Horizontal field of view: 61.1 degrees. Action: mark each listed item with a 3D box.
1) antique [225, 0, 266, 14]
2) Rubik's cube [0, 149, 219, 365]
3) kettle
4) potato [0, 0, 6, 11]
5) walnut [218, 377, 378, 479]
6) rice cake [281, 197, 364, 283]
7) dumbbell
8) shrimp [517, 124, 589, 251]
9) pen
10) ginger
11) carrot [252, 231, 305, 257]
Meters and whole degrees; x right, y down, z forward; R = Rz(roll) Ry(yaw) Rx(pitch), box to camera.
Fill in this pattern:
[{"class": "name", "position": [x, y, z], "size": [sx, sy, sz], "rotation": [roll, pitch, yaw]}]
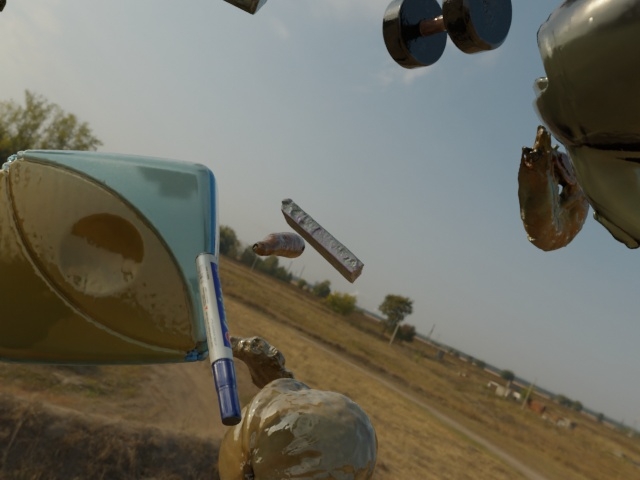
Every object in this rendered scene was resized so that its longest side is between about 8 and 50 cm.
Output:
[{"class": "antique", "position": [-0.158, -0.570, 1.196], "size": [0.088, 0.086, 0.183], "rotation": [23, 32, -9]}, {"class": "Rubik's cube", "position": [-0.364, 0.046, 0.997], "size": [0.352, 0.348, 0.351], "rotation": [1, -8, -8]}, {"class": "kettle", "position": [0.358, -0.139, 0.463], "size": [0.324, 0.321, 0.228], "rotation": [-16, 1, 31]}, {"class": "potato", "position": [-0.535, -0.389, 0.794], "size": [0.143, 0.169, 0.248], "rotation": [47, -37, -15]}, {"class": "walnut", "position": [-0.053, 0.493, 1.241], "size": [0.381, 0.381, 0.381], "rotation": [24, -5, 2]}, {"class": "rice cake", "position": [0.001, 0.002, 1.480], "size": [0.298, 0.050, 0.106], "rotation": [42, -12, 22]}, {"class": "dumbbell", "position": [0.245, -0.429, 1.063], "size": [0.152, 0.153, 0.218], "rotation": [28, -12, -35]}, {"class": "shrimp", "position": [0.337, -0.076, 0.786], "size": [0.051, 0.115, 0.217], "rotation": [40, -18, 55]}, {"class": "pen", "position": [-0.106, 0.093, 0.558], "size": [0.025, 0.025, 0.204], "rotation": [29, 29, -41]}, {"class": "ginger", "position": [-0.162, 0.314, 1.443], "size": [0.213, 0.137, 0.074], "rotation": [51, 26, -13]}, {"class": "carrot", "position": [-0.082, 0.010, 1.095], "size": [0.059, 0.059, 0.248], "rotation": [23, 5, 13]}]
